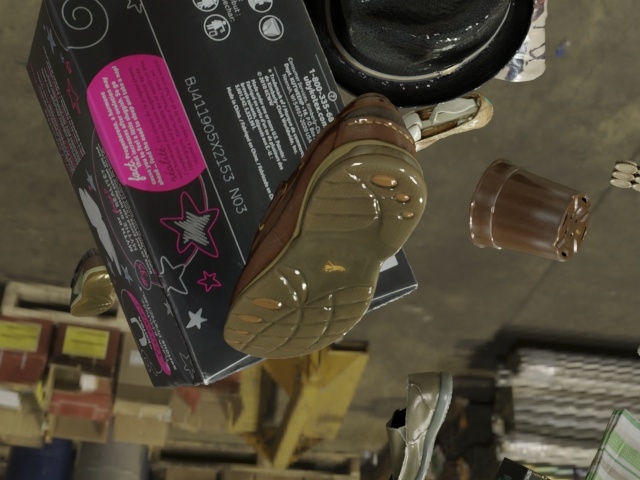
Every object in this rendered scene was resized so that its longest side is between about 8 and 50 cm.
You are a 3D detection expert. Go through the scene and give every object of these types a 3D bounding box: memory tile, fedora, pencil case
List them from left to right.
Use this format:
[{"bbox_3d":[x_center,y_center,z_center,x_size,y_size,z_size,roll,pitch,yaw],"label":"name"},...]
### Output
[{"bbox_3d":[0.136,-0.332,1.280,0.334,0.334,0.152,4,-174,-2],"label":"fedora"},{"bbox_3d":[0.365,-0.500,1.796,0.159,0.183,0.410,10,127,16],"label":"pencil case"},{"bbox_3d":[0.552,-0.098,1.554,0.148,0.012,0.113,15,168,15],"label":"memory tile"}]

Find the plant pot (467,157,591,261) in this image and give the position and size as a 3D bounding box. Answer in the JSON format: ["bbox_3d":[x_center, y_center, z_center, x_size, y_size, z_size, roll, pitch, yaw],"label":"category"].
[{"bbox_3d":[0.372,-0.044,1.664,0.165,0.167,0.167,20,161,35],"label":"plant pot"}]

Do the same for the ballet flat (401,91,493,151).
[{"bbox_3d":[0.172,-0.191,1.514,0.206,0.073,0.067,-22,156,5],"label":"ballet flat"}]

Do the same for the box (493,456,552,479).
[{"bbox_3d":[0.280,0.363,1.353,0.062,0.083,0.052,30,172,-32],"label":"box"}]

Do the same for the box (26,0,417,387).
[{"bbox_3d":[-0.071,-0.047,0.633,0.163,0.247,0.142,-22,-179,-24],"label":"box"}]

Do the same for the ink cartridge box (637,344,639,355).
[{"bbox_3d":[0.512,0.078,1.034,0.197,0.114,0.273,39,139,17],"label":"ink cartridge box"}]

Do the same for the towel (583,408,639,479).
[{"bbox_3d":[0.429,0.315,1.301,0.113,0.152,0.023,36,141,4],"label":"towel"}]

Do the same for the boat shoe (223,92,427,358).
[{"bbox_3d":[0.000,0.000,0.480,0.064,0.060,0.178,15,138,-17],"label":"boat shoe"}]

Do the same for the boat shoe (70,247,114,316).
[{"bbox_3d":[-0.295,0.056,1.232,0.056,0.049,0.152,-5,157,-27],"label":"boat shoe"}]

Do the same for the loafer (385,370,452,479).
[{"bbox_3d":[0.151,0.325,1.612,0.087,0.094,0.251,16,107,0],"label":"loafer"}]
